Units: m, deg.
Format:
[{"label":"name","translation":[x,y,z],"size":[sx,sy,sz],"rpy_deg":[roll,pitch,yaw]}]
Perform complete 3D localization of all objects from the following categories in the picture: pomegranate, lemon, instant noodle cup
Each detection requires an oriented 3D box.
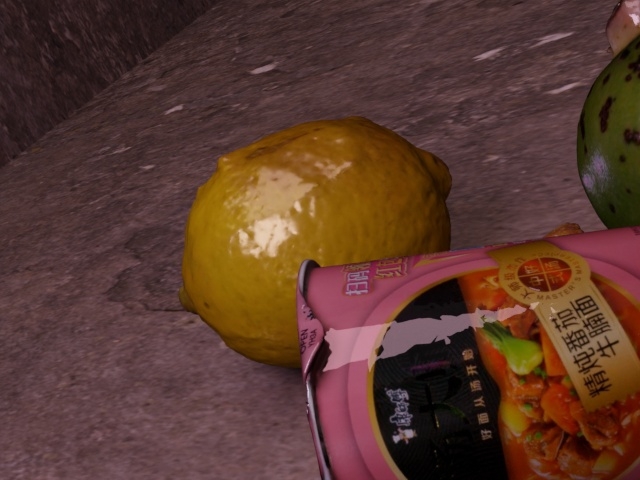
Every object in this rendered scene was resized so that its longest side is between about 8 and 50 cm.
[{"label":"pomegranate","translation":[0.314,-0.093,0.793],"size":[0.254,0.271,0.254],"rpy_deg":[-32,-14,-9]},{"label":"lemon","translation":[0.000,0.000,0.970],"size":[0.288,0.234,0.233],"rpy_deg":[-30,23,-10]},{"label":"instant noodle cup","translation":[0.131,0.093,0.668],"size":[0.254,0.244,0.244],"rpy_deg":[-15,25,9]}]

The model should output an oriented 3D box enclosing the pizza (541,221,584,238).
[{"label":"pizza","translation":[0.220,0.039,0.891],"size":[0.176,0.036,0.185],"rpy_deg":[-3,31,41]}]
